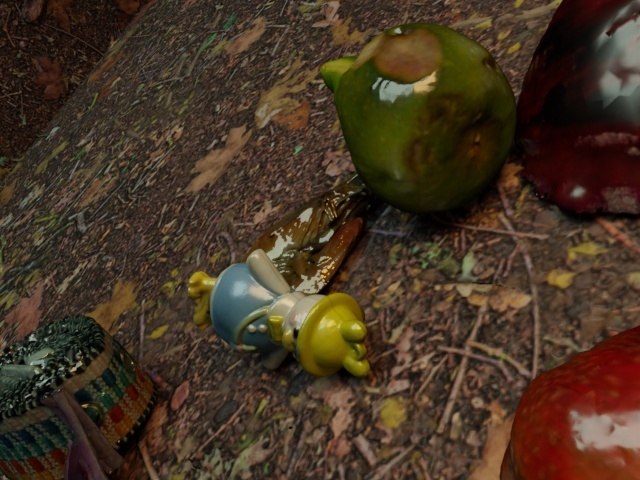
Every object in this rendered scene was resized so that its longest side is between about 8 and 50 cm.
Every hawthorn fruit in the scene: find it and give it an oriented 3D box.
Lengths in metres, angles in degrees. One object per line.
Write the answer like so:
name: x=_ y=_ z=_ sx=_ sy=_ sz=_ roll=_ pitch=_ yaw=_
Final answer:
hawthorn fruit: x=0.207 y=0.148 z=0.362 sx=0.179 sy=0.179 sz=0.200 roll=-43 pitch=54 yaw=1

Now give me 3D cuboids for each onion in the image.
onion: x=0.314 y=-0.168 z=0.618 sx=0.315 sy=0.146 sz=0.279 roll=-3 pitch=54 yaw=39

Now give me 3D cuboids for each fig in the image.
fig: x=0.090 y=-0.158 z=0.765 sx=0.206 sy=0.206 sz=0.275 roll=-46 pitch=41 yaw=-4

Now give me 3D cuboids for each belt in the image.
belt: x=-0.338 y=0.218 z=0.865 sx=0.295 sy=0.160 sz=0.207 roll=-11 pitch=28 yaw=38

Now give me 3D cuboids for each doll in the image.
doll: x=-0.042 y=0.085 z=0.720 sx=0.241 sy=0.099 sz=0.135 roll=14 pitch=89 yaw=39

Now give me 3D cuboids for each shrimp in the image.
shrimp: x=0.000 y=0.000 z=0.830 sx=0.287 sy=0.063 sz=0.152 roll=-40 pitch=35 yaw=10
